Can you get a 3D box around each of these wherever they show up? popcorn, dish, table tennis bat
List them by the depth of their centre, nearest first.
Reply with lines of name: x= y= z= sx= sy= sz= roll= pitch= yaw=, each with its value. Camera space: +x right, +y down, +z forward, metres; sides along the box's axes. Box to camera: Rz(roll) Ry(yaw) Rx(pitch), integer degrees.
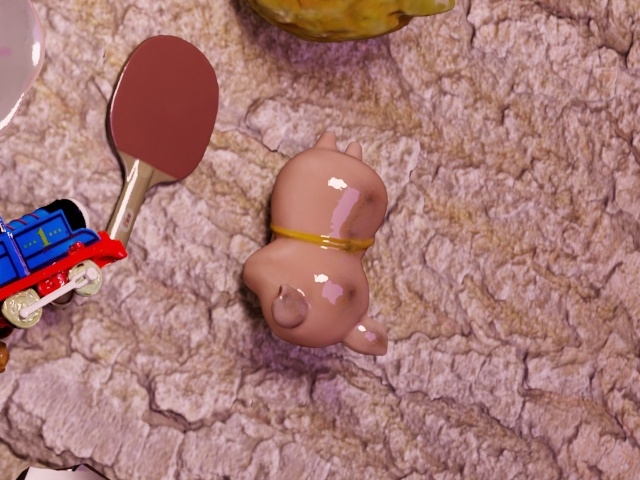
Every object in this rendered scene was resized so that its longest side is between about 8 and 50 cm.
dish: x=-0.383 y=-0.195 z=1.856 sx=0.229 sy=0.081 sz=0.229 roll=1 pitch=89 yaw=-40
table tennis bat: x=-0.185 y=-0.105 z=2.072 sx=0.138 sy=0.022 sz=0.246 roll=31 pitch=71 yaw=-37
popcorn: x=0.025 y=-0.353 z=2.094 sx=0.276 sy=0.225 sz=0.276 roll=-4 pitch=97 yaw=-37

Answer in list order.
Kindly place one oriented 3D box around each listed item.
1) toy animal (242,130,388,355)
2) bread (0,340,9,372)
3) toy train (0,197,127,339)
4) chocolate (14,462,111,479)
toy animal: x=0.003 y=0.000 z=2.164 sx=0.165 sy=0.149 sz=0.248 roll=14 pitch=72 yaw=-25
bread: x=-0.381 y=0.128 z=1.894 sx=0.157 sy=0.052 sz=0.044 roll=-13 pitch=100 yaw=-39
toy train: x=-0.305 y=0.021 z=1.920 sx=0.204 sy=0.083 sz=0.131 roll=-28 pitch=93 yaw=-43
chocolate: x=-0.267 y=0.424 z=1.868 sx=0.326 sy=0.297 sz=0.314 roll=37 pitch=61 yaw=-17
